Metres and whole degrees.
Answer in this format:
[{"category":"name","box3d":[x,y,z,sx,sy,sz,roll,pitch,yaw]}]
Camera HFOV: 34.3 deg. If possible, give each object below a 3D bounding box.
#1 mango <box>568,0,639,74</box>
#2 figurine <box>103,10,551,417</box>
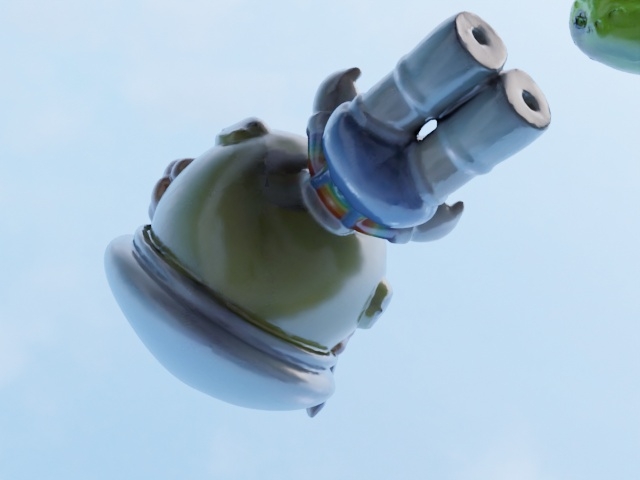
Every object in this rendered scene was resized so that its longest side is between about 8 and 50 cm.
[{"category":"mango","box3d":[0.354,-0.211,0.984,0.232,0.111,0.125,-6,-153,4]},{"category":"figurine","box3d":[-0.020,-0.024,0.769,0.224,0.382,0.205,38,-143,3]}]
